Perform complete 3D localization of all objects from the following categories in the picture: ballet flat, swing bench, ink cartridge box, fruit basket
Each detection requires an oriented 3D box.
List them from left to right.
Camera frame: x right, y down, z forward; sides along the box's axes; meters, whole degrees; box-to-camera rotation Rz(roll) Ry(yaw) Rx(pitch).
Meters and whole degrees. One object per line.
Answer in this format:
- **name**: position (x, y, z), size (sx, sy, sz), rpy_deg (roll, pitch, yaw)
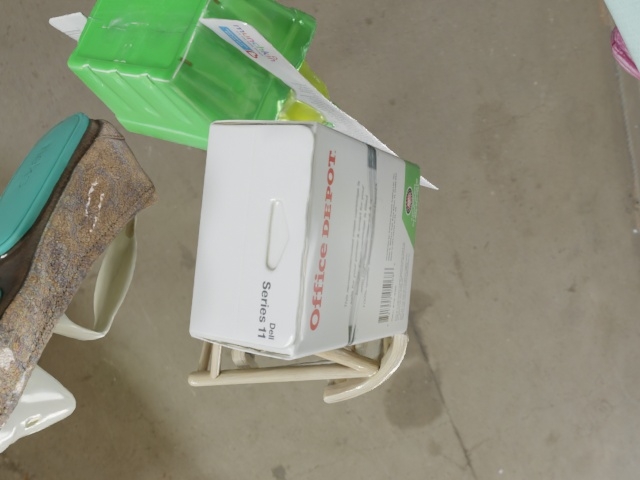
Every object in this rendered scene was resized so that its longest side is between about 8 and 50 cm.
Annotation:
- **ballet flat**: position (-0.183, 0.050, 0.417), size (0.106, 0.108, 0.316), rpy_deg (53, 43, -34)
- **fruit basket**: position (-0.073, -0.161, 0.754), size (0.353, 0.327, 0.165), rpy_deg (19, 89, -49)
- **swing bench**: position (-0.024, 0.061, 0.890), size (0.255, 0.253, 0.165), rpy_deg (9, 132, -4)
- **ink cartridge box**: position (0.000, 0.000, 0.517), size (0.208, 0.087, 0.153), rpy_deg (7, 89, -64)

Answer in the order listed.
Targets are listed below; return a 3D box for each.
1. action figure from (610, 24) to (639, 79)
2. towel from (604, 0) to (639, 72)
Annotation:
- **action figure**: position (0.284, -0.210, 0.479), size (0.276, 0.248, 0.370), rpy_deg (-3, 141, 0)
- **towel**: position (0.204, -0.115, 0.163), size (0.374, 0.320, 0.090), rpy_deg (42, 84, -30)
